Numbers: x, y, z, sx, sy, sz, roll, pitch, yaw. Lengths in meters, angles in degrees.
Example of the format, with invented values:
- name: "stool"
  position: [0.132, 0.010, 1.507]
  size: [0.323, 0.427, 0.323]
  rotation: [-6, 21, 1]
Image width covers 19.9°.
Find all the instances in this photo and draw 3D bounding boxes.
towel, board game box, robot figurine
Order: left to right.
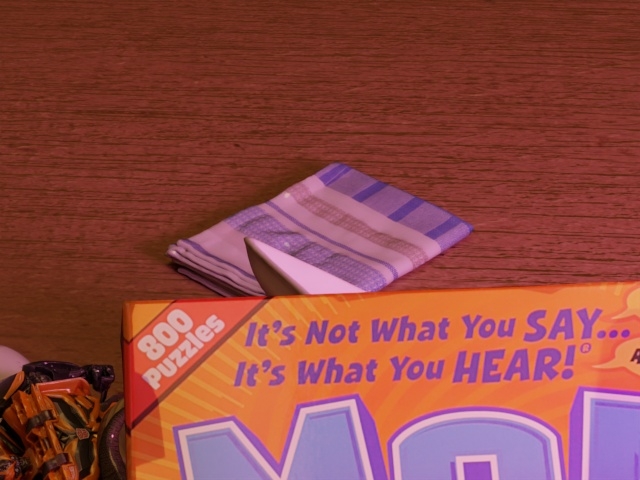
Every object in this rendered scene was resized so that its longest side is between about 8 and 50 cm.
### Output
- name: "robot figurine"
  position: [-0.141, 0.175, 1.518]
  size: [0.291, 0.085, 0.211]
  rotation: [0, 51, -39]
- name: "towel"
  position: [0.000, 0.000, 1.979]
  size: [0.209, 0.034, 0.285]
  rotation: [27, 39, 36]
- name: "board game box"
  position: [0.070, 0.261, 1.084]
  size: [0.356, 0.356, 0.357]
  rotation: [-2, 64, -3]

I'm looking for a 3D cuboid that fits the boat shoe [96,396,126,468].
- name: "boat shoe"
  position: [-0.006, 0.186, 1.464]
  size: [0.341, 0.110, 0.122]
  rotation: [16, 52, -30]

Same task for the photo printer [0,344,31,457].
- name: "photo printer"
  position: [-0.370, 0.197, 1.565]
  size: [0.307, 0.107, 0.256]
  rotation: [-6, 31, -10]

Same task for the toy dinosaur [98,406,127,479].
- name: "toy dinosaur"
  position: [-0.145, 0.277, 1.340]
  size: [0.121, 0.314, 0.160]
  rotation: [23, 1, -19]

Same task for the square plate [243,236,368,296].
- name: "square plate"
  position: [0.120, 0.146, 1.557]
  size: [0.344, 0.049, 0.347]
  rotation: [28, 10, -39]
